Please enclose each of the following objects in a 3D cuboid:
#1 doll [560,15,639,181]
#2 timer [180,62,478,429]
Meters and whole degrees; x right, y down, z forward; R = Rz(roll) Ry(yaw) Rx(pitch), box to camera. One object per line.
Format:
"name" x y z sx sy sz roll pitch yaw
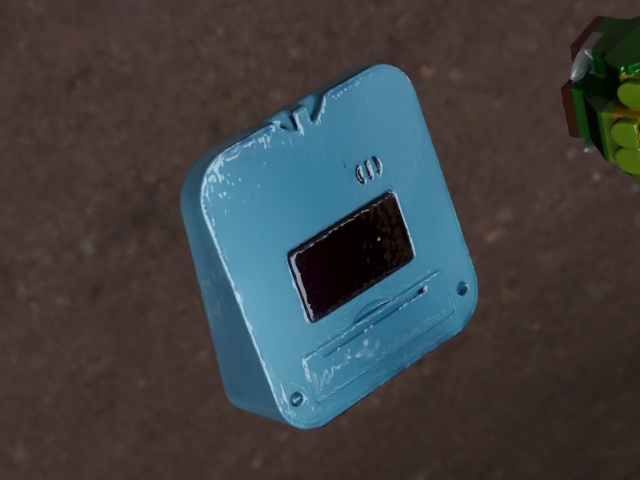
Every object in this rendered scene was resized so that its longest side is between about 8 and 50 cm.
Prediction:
"doll" 0.237 -0.085 1.146 0.134 0.186 0.106 -25 126 -16
"timer" 0.000 0.000 1.518 0.232 0.091 0.250 -31 116 -30
